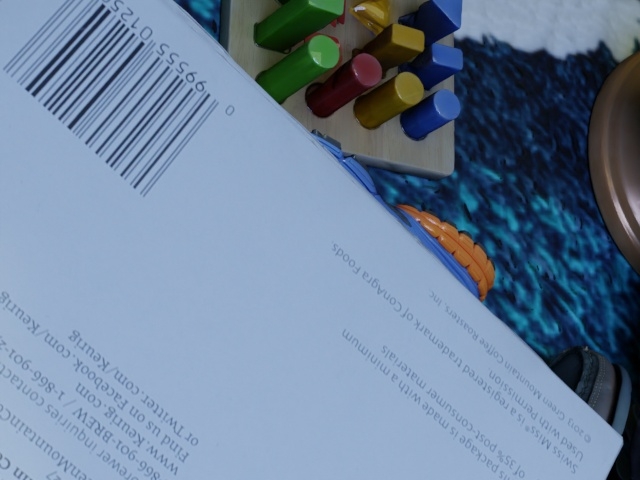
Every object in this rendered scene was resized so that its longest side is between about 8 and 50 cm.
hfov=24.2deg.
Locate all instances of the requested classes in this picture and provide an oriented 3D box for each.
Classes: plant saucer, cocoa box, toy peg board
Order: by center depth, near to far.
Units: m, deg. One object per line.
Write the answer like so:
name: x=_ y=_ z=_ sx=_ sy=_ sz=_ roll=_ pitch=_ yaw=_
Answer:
cocoa box: x=-0.089 y=0.084 z=0.675 sx=0.347 sy=0.228 sz=0.231 roll=43 pitch=59 yaw=-13
toy peg board: x=0.029 y=-0.135 z=0.899 sx=0.161 sy=0.079 sz=0.161 roll=11 pitch=71 yaw=-28
plant saucer: x=0.276 y=-0.048 z=1.047 sx=0.200 sy=0.037 sz=0.200 roll=9 pitch=71 yaw=-28

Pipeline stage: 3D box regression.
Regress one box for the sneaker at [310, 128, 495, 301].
sneaker: x=0.000 y=0.000 z=0.845 sx=0.221 sy=0.083 sz=0.087 roll=31 pitch=70 yaw=-16

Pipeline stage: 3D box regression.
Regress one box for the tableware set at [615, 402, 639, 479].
tableware set: x=0.230 y=0.174 z=0.966 sx=0.104 sy=0.024 sz=0.154 roll=-8 pitch=79 yaw=-36

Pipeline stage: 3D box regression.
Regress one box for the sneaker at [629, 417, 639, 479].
sneaker: x=0.285 y=0.082 z=0.876 sx=0.202 sy=0.185 sz=0.482 roll=0 pitch=80 yaw=-51

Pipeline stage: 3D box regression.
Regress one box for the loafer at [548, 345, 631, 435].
loafer: x=0.090 y=0.154 z=0.847 sx=0.084 sy=0.096 sz=0.267 roll=40 pitch=62 yaw=-9
